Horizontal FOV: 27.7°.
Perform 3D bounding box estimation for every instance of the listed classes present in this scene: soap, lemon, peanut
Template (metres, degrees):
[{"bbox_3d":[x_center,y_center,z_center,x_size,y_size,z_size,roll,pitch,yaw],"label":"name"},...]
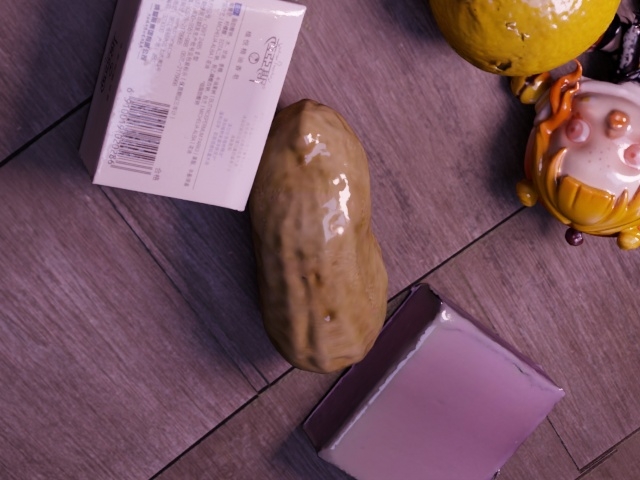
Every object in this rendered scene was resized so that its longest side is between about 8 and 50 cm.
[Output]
[{"bbox_3d":[0.169,0.251,1.922,0.285,0.107,0.296,38,96,-30],"label":"soap"},{"bbox_3d":[0.263,-0.325,1.631,0.253,0.228,0.228,-19,118,-13],"label":"lemon"},{"bbox_3d":[0.000,0.000,1.698,0.169,0.192,0.387,7,120,21],"label":"peanut"}]

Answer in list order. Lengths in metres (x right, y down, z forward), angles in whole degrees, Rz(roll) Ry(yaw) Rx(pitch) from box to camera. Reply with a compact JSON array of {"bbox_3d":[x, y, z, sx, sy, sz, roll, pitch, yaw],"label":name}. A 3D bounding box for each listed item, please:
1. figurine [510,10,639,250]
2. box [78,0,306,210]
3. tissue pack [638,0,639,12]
[{"bbox_3d":[0.405,-0.142,1.782,0.320,0.196,0.323,27,95,16],"label":"figurine"},{"bbox_3d":[-0.161,-0.195,1.591,0.203,0.116,0.274,9,110,-24],"label":"box"},{"bbox_3d":[0.489,-0.387,1.762,0.103,0.090,0.170,-13,115,-15],"label":"tissue pack"}]
